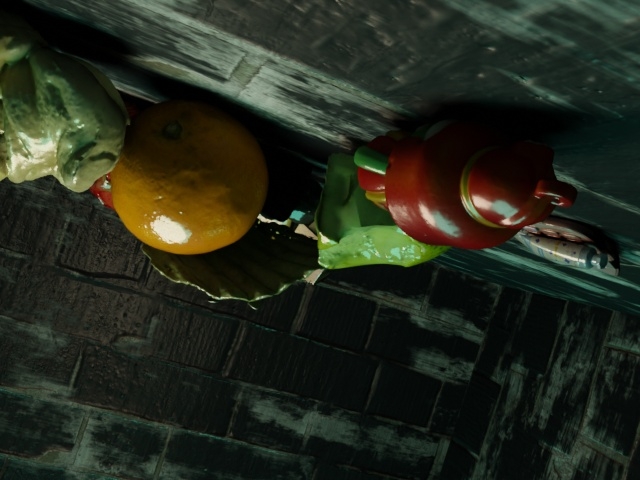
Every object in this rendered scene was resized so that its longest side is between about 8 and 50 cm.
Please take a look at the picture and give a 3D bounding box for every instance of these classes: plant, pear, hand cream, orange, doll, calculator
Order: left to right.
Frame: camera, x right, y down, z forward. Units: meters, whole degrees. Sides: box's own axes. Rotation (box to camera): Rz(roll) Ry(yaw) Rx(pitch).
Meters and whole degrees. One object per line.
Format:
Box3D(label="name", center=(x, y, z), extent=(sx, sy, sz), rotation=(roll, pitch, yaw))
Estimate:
Box3D(label="orange", center=(-0.256, -0.125, 1.209), extent=(0.312, 0.312, 0.312), rotation=(18, 178, 1))
Box3D(label="plant", center=(-0.103, -0.135, 1.557), extent=(0.256, 0.164, 0.142), rotation=(33, 168, -28))
Box3D(label="pear", center=(0.131, -0.032, 1.174), extent=(0.281, 0.176, 0.286), rotation=(4, 164, 1))
Box3D(label="doll", center=(0.174, -0.069, 0.785), extent=(0.182, 0.160, 0.363), rotation=(21, 177, -25))
Box3D(label="calculator", center=(0.510, -0.002, 1.313), extent=(0.220, 0.048, 0.329), rotation=(18, 176, 42))
Box3D(label="hand cream", center=(0.478, 0.022, 1.221), extent=(0.170, 0.043, 0.065), rotation=(20, 159, 51))

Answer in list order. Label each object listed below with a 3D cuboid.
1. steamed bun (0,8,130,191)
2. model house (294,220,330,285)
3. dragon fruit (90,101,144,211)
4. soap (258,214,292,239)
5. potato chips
Box3D(label="steamed bun", center=(-0.505, -0.217, 1.021), extent=(0.372, 0.230, 0.325), rotation=(38, 155, -11))
Box3D(label="model house", center=(0.000, 0.000, 1.769), extent=(0.169, 0.244, 0.326), rotation=(41, 167, 6))
Box3D(label="dragon fruit", center=(-0.428, -0.182, 1.491), extent=(0.342, 0.277, 0.277), rotation=(39, 173, -12))
Box3D(label="soap", center=(-0.212, -0.127, 1.784), extent=(0.335, 0.156, 0.293), rotation=(20, -156, -3))
Box3D(label="potato chips", center=(-0.160, 0.008, 1.369), extent=(0.389, 0.097, 0.373), rotation=(20, -150, 15))
